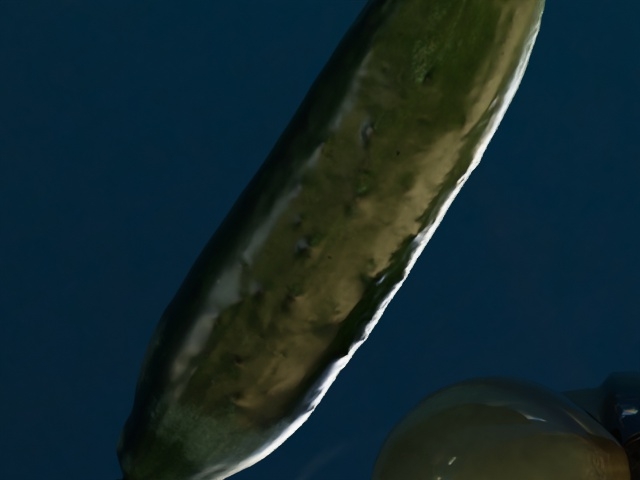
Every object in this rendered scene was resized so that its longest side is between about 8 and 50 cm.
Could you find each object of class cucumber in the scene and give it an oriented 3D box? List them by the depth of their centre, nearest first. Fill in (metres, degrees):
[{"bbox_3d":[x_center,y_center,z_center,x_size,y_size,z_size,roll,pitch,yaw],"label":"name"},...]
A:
[{"bbox_3d":[0.000,0.000,0.527,0.056,0.056,0.250,12,-61,-41],"label":"cucumber"}]

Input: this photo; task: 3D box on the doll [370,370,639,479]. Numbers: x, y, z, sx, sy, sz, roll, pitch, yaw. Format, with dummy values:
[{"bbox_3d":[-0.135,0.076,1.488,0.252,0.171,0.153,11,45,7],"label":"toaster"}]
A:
[{"bbox_3d":[0.179,0.113,0.567,0.330,0.174,0.235,-3,-94,1],"label":"doll"}]
